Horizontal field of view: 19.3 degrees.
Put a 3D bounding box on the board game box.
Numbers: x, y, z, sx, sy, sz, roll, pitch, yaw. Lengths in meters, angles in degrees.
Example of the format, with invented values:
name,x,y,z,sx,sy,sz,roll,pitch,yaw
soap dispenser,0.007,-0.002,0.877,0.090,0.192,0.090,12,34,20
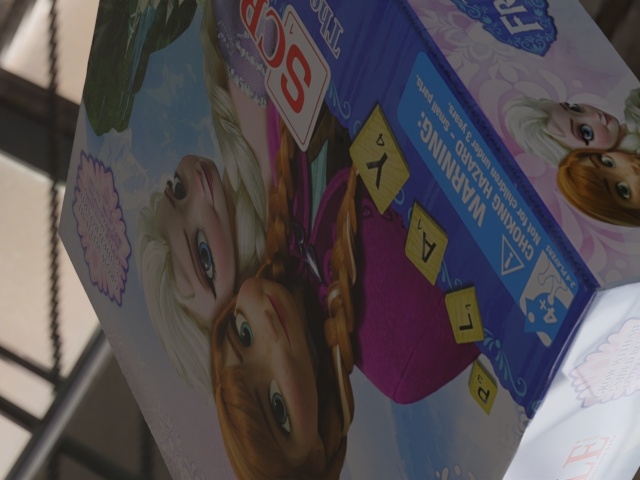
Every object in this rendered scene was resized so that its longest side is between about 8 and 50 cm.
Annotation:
name,x,y,z,sx,sy,sz,roll,pitch,yaw
board game box,0.000,0.000,0.712,0.066,0.318,0.318,-11,141,-26
